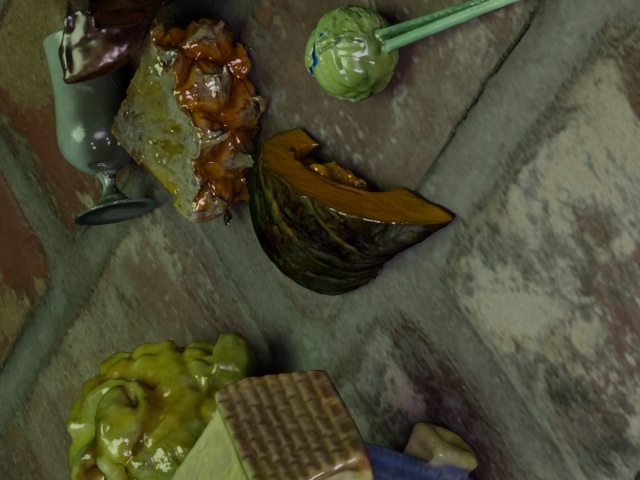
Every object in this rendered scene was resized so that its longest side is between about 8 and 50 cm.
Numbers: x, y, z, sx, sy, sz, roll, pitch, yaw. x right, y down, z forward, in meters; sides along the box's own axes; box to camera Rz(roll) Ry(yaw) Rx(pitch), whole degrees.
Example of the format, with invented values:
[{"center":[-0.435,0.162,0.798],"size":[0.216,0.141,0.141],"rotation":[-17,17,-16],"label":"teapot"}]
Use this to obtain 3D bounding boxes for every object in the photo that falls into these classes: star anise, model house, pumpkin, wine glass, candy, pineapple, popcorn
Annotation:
[{"center":[-0.203,-0.311,1.993],"size":[0.315,0.108,0.315],"rotation":[-158,90,-84],"label":"star anise"},{"center":[-0.002,0.269,1.814],"size":[0.266,0.321,0.261],"rotation":[-58,32,17],"label":"model house"},{"center":[-0.001,0.002,1.888],"size":[0.278,0.111,0.163],"rotation":[30,122,41],"label":"pumpkin"},{"center":[-0.269,-0.141,2.177],"size":[0.103,0.103,0.231],"rotation":[-26,72,48],"label":"wine glass"},{"center":[0.117,-0.213,1.752],"size":[0.335,0.092,0.093],"rotation":[-14,49,42],"label":"candy"},{"center":[-0.153,-0.133,2.038],"size":[0.186,0.114,0.236],"rotation":[14,110,47],"label":"pineapple"},{"center":[-0.160,0.227,2.021],"size":[0.250,0.235,0.242],"rotation":[-19,63,36],"label":"popcorn"}]
